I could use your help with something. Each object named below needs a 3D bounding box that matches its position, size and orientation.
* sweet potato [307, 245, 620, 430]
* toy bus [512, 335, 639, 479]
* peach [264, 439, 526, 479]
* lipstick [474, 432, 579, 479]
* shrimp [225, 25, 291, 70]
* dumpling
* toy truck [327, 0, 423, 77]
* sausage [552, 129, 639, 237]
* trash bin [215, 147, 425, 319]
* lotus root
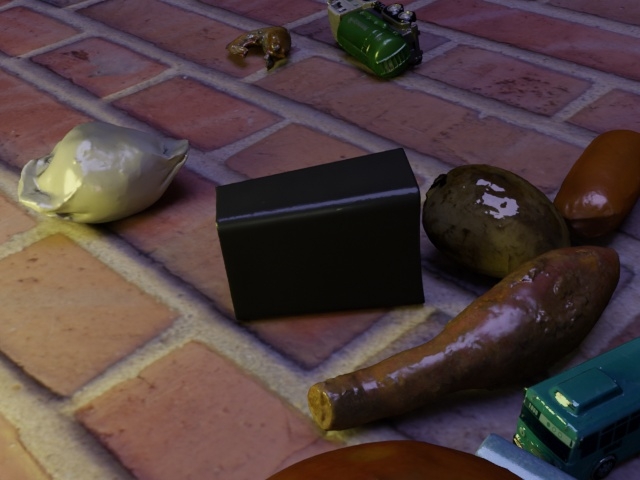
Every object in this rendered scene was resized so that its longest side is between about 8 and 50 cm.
[{"bbox_3d":[0.172,0.106,0.840,0.385,0.109,0.109,-27,40,-19],"label":"sweet potato"},{"bbox_3d":[0.265,0.158,0.757,0.160,0.091,0.079,-19,37,-20],"label":"toy bus"},{"bbox_3d":[0.034,0.280,0.427,0.343,0.301,0.342,-2,35,1],"label":"peach"},{"bbox_3d":[0.246,0.251,0.650,0.274,0.068,0.061,28,59,27],"label":"lipstick"},{"bbox_3d":[-0.119,-0.382,1.609,0.132,0.051,0.187,-20,29,-1],"label":"shrimp"},{"bbox_3d":[-0.310,-0.103,1.152,0.250,0.132,0.162,-24,43,-26],"label":"dumpling"},{"bbox_3d":[0.102,-0.396,1.556,0.125,0.101,0.242,-27,42,-11],"label":"toy truck"},{"bbox_3d":[0.382,-0.078,1.082,0.098,0.098,0.238,17,38,27],"label":"sausage"},{"bbox_3d":[0.000,0.000,0.951,0.226,0.165,0.115,-9,36,-3],"label":"trash bin"},{"bbox_3d":[0.224,-0.016,0.989,0.214,0.138,0.138,29,46,23],"label":"lotus root"}]
